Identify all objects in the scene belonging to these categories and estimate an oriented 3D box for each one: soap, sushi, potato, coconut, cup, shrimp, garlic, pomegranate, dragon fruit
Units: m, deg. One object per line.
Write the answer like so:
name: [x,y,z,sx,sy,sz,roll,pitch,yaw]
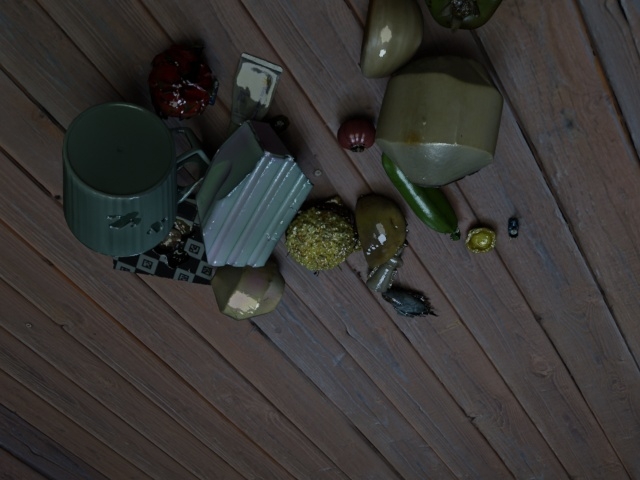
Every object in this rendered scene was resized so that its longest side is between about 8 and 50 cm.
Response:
soap: [-0.202,-0.117,1.774,0.261,0.156,0.446,4,137,-33]
sushi: [-0.494,-0.024,2.009,0.340,0.068,0.320,8,122,1]
potato: [0.188,-0.016,1.862,0.138,0.098,0.243,-9,118,22]
coconut: [-0.236,0.148,2.013,0.237,0.237,0.197,23,124,-12]
cup: [-0.501,-0.186,1.672,0.310,0.401,0.392,36,155,-3]
shrimp: [0.304,0.218,2.098,0.233,0.079,0.090,24,91,-19]
coconut: [0.286,-0.277,1.510,0.323,0.323,0.323,4,130,4]
garlic: [0.154,-0.483,1.483,0.146,0.164,0.244,-14,137,-29]
pomegranate: [0.310,-0.534,1.364,0.182,0.224,0.181,9,135,9]
dragon fruit: [-0.354,-0.397,1.600,0.182,0.182,0.188,-6,130,12]

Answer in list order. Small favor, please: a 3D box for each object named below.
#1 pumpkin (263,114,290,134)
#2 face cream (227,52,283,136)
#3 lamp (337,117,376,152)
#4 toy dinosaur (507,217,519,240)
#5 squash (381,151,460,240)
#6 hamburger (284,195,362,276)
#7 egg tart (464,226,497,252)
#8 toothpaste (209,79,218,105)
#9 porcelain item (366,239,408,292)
pumpkin: [-0.125,-0.314,1.733,0.083,0.028,0.050,-28,120,22]
face cream: [-0.188,-0.376,1.674,0.114,0.070,0.224,19,121,-9]
lamp: [0.098,-0.283,1.686,0.108,0.092,0.107,-4,164,-1]
toy dinosaur: [0.573,-0.033,1.864,0.031,0.047,0.083,-3,131,12]
squash: [0.290,-0.129,1.789,0.101,0.101,0.379,-29,122,28]
hamburger: [0.000,0.000,1.908,0.243,0.138,0.261,-20,124,21]
egg tart: [0.486,-0.006,1.904,0.105,0.039,0.105,4,130,5]
toothpaste: [-0.291,-0.397,1.691,0.027,0.019,0.083,8,137,-22]
porcelain item: [0.218,0.071,1.992,0.084,0.054,0.213,19,125,-8]
